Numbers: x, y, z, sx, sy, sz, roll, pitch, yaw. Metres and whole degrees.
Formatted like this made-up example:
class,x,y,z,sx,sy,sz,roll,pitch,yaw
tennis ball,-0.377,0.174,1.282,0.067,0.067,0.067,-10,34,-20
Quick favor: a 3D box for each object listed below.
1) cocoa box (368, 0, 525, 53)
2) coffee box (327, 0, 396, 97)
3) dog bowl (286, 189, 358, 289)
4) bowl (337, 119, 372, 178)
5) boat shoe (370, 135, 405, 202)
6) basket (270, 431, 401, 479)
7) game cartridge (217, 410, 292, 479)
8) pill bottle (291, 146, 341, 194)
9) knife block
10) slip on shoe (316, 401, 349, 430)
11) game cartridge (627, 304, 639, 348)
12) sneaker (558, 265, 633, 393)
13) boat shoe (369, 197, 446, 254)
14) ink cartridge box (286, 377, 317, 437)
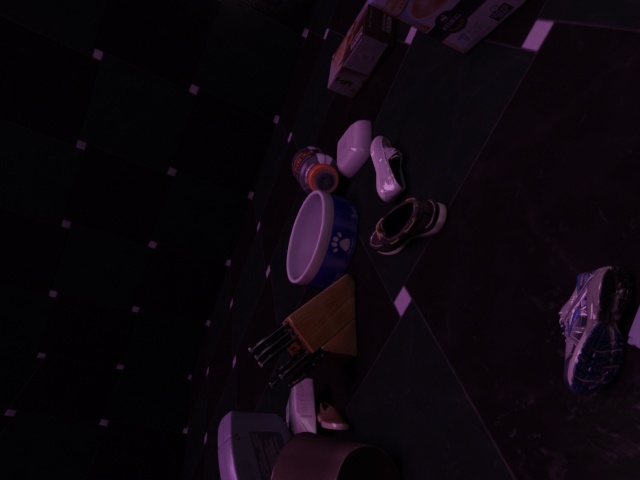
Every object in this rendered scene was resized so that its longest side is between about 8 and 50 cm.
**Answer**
class,x,y,z,sx,sy,sz,roll,pitch,yaw
cocoa box,0.264,-0.530,0.695,0.347,0.227,0.232,154,129,-65
coffee box,0.121,-0.568,1.310,0.246,0.098,0.141,144,137,-61
dog bowl,0.000,0.000,1.211,0.265,0.104,0.265,-165,90,-71
bowl,0.091,-0.263,1.238,0.142,0.053,0.142,137,143,-54
boat shoe,0.156,-0.173,0.981,0.063,0.066,0.184,-35,40,41
basket,0.025,0.436,0.761,0.227,0.154,0.205,-42,38,51
game cartridge,-0.108,0.499,0.895,0.062,0.198,0.297,-49,45,20
pill bottle,-0.011,-0.210,1.344,0.246,0.130,0.131,-120,49,-68
knife block,-0.042,0.190,0.978,0.088,0.241,0.276,131,149,-49
slip on shoe,0.025,0.381,0.944,0.135,0.051,0.041,140,139,-71
game cartridge,0.325,0.084,0.389,0.083,0.017,0.056,-147,69,-70
sneaker,0.283,0.094,0.462,0.058,0.052,0.136,166,125,-79
boat shoe,0.152,-0.029,0.867,0.227,0.068,0.081,145,136,-61
ink cartridge box,-0.046,0.463,1.011,0.181,0.056,0.225,104,168,-45
